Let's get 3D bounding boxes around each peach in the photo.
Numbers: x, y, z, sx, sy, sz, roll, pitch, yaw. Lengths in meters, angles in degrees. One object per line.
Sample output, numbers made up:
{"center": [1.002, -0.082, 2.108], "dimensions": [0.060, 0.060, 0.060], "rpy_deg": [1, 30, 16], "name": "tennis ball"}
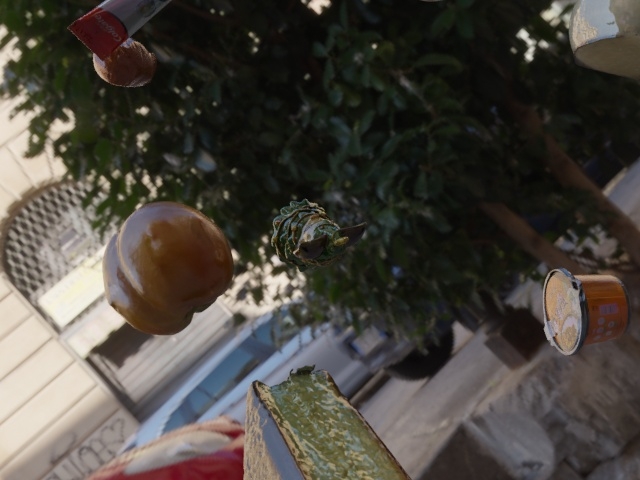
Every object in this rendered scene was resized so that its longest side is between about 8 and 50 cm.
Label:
{"center": [-0.161, 0.026, 0.874], "dimensions": [0.138, 0.138, 0.138], "rpy_deg": [-44, -7, -7], "name": "peach"}

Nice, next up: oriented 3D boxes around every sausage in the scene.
{"center": [-0.343, -0.313, 1.477], "dimensions": [0.089, 0.089, 0.179], "rpy_deg": [-46, -4, 12], "name": "sausage"}

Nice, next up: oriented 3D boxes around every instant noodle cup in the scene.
{"center": [0.538, 0.135, 1.677], "dimensions": [0.125, 0.177, 0.208], "rpy_deg": [-6, -17, -8], "name": "instant noodle cup"}

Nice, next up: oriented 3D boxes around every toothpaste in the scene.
{"center": [-0.139, -0.235, 0.756], "dimensions": [0.190, 0.031, 0.048], "rpy_deg": [-37, -40, 6], "name": "toothpaste"}

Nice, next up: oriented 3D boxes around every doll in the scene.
{"center": [0.000, 0.009, 0.881], "dimensions": [0.078, 0.113, 0.077], "rpy_deg": [-18, -63, -22], "name": "doll"}

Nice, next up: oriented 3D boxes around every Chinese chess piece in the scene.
{"center": [0.688, -0.434, 1.731], "dimensions": [0.338, 0.338, 0.140], "rpy_deg": [38, -118, -83], "name": "Chinese chess piece"}

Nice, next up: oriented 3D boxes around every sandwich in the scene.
{"center": [0.007, 0.235, 0.775], "dimensions": [0.122, 0.236, 0.128], "rpy_deg": [6, -62, -31], "name": "sandwich"}
